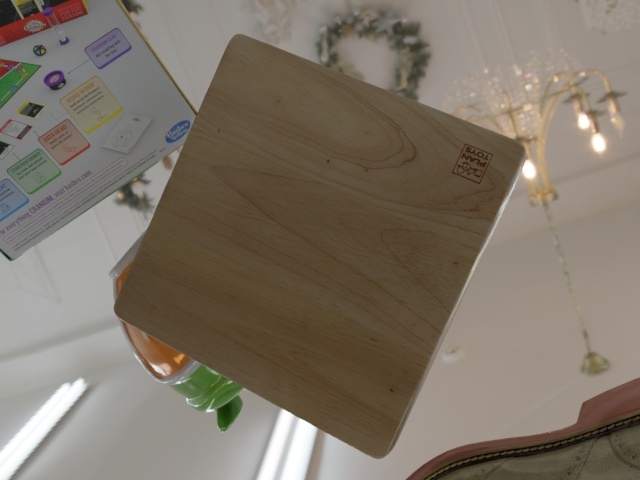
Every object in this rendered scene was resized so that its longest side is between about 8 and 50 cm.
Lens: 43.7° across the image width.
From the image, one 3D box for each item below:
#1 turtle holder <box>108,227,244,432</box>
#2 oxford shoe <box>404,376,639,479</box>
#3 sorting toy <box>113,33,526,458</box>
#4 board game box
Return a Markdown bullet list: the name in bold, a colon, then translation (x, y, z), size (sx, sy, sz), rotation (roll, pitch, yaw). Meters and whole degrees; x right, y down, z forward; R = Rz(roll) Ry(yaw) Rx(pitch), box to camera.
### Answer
- **turtle holder**: translation (-0.105, 0.040, 0.968), size (0.320, 0.227, 0.243), rotation (-55, -170, -32)
- **oxford shoe**: translation (0.166, 0.241, 0.625), size (0.397, 0.140, 0.146), rotation (-39, -162, 27)
- **sorting toy**: translation (0.000, 0.000, 0.659), size (0.257, 0.255, 0.089), rotation (25, -177, 18)
- **board game box**: translation (-0.282, -0.157, 0.710), size (0.242, 0.316, 0.064), rotation (-34, -136, -3)
